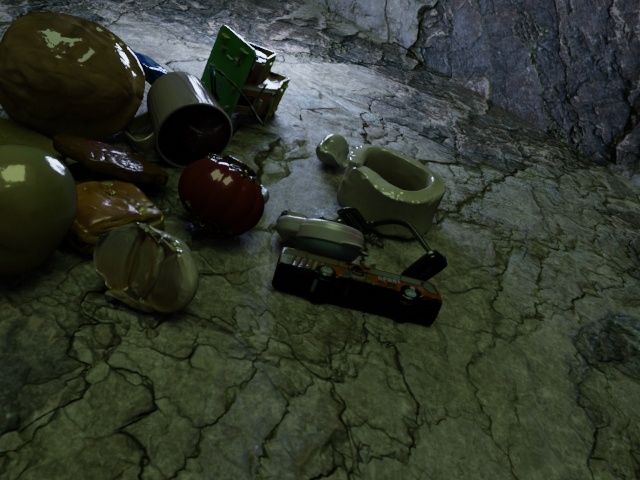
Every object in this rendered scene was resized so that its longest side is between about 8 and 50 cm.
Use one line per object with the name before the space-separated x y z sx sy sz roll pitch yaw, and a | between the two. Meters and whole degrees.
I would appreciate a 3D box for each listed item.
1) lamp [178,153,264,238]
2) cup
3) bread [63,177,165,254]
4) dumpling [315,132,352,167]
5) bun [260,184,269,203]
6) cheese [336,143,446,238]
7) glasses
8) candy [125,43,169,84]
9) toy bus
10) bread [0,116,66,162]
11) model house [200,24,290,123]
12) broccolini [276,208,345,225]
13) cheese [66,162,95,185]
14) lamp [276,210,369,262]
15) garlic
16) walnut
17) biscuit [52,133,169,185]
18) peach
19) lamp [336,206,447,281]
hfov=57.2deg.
lamp | -0.252 -0.105 1.480 0.226 0.227 0.227 12 34 -8
cup | -0.430 -0.350 1.785 0.208 0.288 0.273 38 14 -42
bread | -0.513 -0.068 1.393 0.210 0.099 0.235 36 37 25
dumpling | 0.051 -0.297 1.988 0.127 0.108 0.188 50 23 1
bun | -0.188 -0.130 1.680 0.083 0.045 0.083 10 34 -6
cheese | 0.207 -0.160 1.806 0.332 0.153 0.292 34 36 25
glasses | -0.269 -0.439 1.879 0.206 0.239 0.102 -1 23 19
candy | -0.510 -0.518 1.937 0.187 0.077 0.331 43 4 35
toy bus | 0.089 0.113 1.418 0.408 0.093 0.092 15 32 -7
bread | -0.832 -0.249 1.546 0.286 0.056 0.207 25 31 11
model house | -0.272 -0.598 2.107 0.323 0.300 0.340 -8 46 -49
broccolini | -0.027 -0.050 1.652 0.216 0.058 0.067 -1 72 -38
cheese | -0.631 -0.189 1.570 0.086 0.036 0.162 19 34 0
lamp | -0.002 0.002 1.496 0.246 0.108 0.179 17 -11 16
garlic | -0.351 0.049 1.246 0.229 0.178 0.143 30 17 10
walnut | -0.719 -0.466 1.666 0.383 0.384 0.384 12 34 -8
biscuit | -0.550 -0.217 1.544 0.257 0.049 0.273 29 14 31
peach | -0.650 -0.067 1.191 0.292 0.247 0.292 -6 39 5
lamp | 0.183 -0.009 1.543 0.283 0.124 0.203 42 8 31
